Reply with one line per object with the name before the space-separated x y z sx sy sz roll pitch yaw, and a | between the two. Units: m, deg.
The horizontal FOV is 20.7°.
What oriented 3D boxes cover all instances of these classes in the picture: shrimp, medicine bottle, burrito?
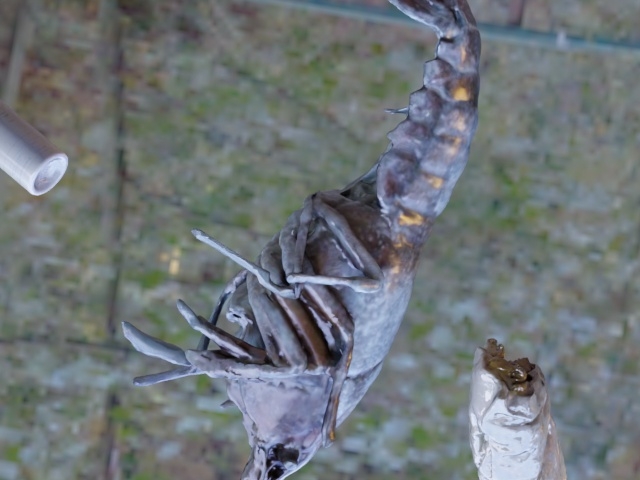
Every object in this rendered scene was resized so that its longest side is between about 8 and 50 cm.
shrimp | 0.002 0.005 1.206 0.166 0.410 0.221 35 -174 5
medicine bottle | -0.379 -0.140 1.939 0.231 0.059 0.059 39 -171 19
burrito | 0.193 0.219 1.663 0.076 0.117 0.392 2 142 16
